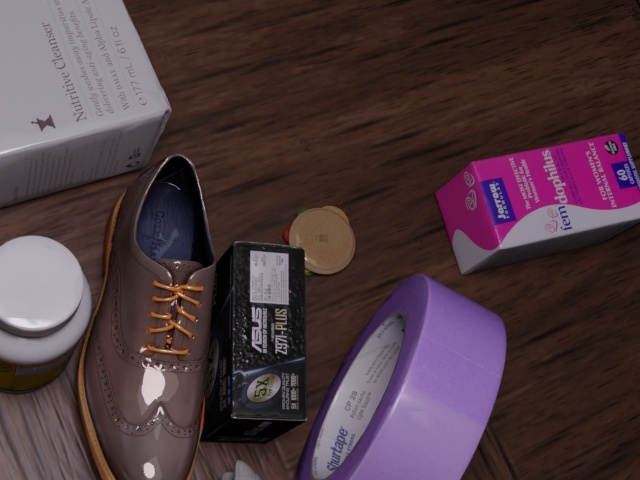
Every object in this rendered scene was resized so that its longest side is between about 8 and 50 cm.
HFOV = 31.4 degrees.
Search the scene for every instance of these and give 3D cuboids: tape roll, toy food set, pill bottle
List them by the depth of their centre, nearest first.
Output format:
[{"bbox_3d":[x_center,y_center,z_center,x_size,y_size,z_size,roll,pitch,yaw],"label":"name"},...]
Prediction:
[{"bbox_3d":[-0.281,0.069,1.077,0.117,0.208,0.118,6,70,-17],"label":"pill bottle"},{"bbox_3d":[0.074,0.174,1.129,0.090,0.275,0.275,29,65,-8],"label":"tape roll"},{"bbox_3d":[0.000,0.000,1.305,0.082,0.020,0.083,-10,76,-22],"label":"toy food set"}]

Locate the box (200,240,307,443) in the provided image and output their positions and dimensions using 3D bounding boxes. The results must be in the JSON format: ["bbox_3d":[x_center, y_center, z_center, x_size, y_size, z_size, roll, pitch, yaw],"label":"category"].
[{"bbox_3d":[-0.072,0.109,1.172,0.077,0.147,0.180,5,71,-18],"label":"box"}]

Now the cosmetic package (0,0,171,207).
[{"bbox_3d":[-0.376,-0.142,1.145,0.385,0.156,0.217,-20,78,-24],"label":"cosmetic package"}]

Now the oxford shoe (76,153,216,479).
[{"bbox_3d":[-0.167,0.083,1.134,0.130,0.133,0.364,5,63,-21],"label":"oxford shoe"}]

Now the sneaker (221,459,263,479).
[{"bbox_3d":[-0.147,0.315,1.113,0.262,0.099,0.121,-27,75,-33],"label":"sneaker"}]

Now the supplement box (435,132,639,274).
[{"bbox_3d":[0.267,-0.044,1.365,0.220,0.114,0.111,-13,77,-21],"label":"supplement box"}]
